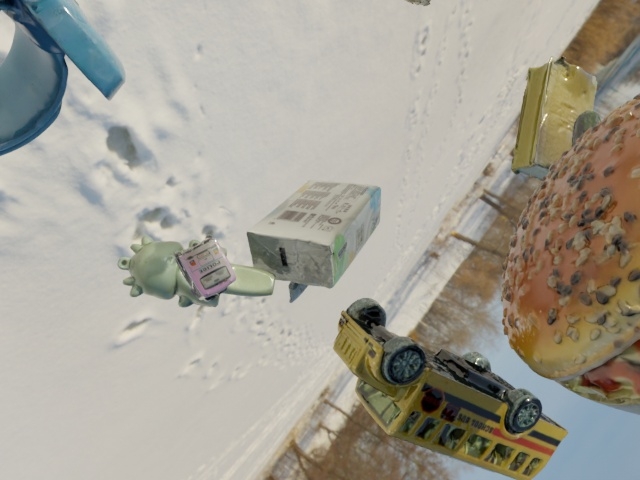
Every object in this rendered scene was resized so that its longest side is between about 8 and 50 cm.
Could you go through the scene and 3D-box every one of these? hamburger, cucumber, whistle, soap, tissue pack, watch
[{"bbox_3d":[0.278,0.003,0.427,0.300,0.176,0.300,-63,180,0],"label":"hamburger"},{"bbox_3d":[0.430,-0.123,0.766,0.052,0.058,0.215,42,49,-49],"label":"cucumber"},{"bbox_3d":[-0.194,0.054,0.767,0.092,0.244,0.110,132,-35,-68],"label":"whistle"},{"bbox_3d":[0.474,-0.235,0.974,0.076,0.135,0.233,179,-75,-69],"label":"soap"},{"bbox_3d":[0.000,0.000,0.870,0.229,0.159,0.145,-50,141,-50],"label":"tissue pack"},{"bbox_3d":[-0.307,-0.170,0.411,0.193,0.211,0.211,-44,167,-6],"label":"watch"}]

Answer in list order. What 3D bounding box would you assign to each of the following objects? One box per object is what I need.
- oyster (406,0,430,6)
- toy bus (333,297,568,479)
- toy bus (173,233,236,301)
[{"bbox_3d":[0.093,-0.267,0.464,0.083,0.038,0.081,109,-16,-65],"label":"oyster"},{"bbox_3d":[0.155,0.195,0.603,0.123,0.335,0.121,-60,-154,4],"label":"toy bus"},{"bbox_3d":[-0.104,0.028,0.436,0.037,0.052,0.130,-31,-179,-18],"label":"toy bus"}]
